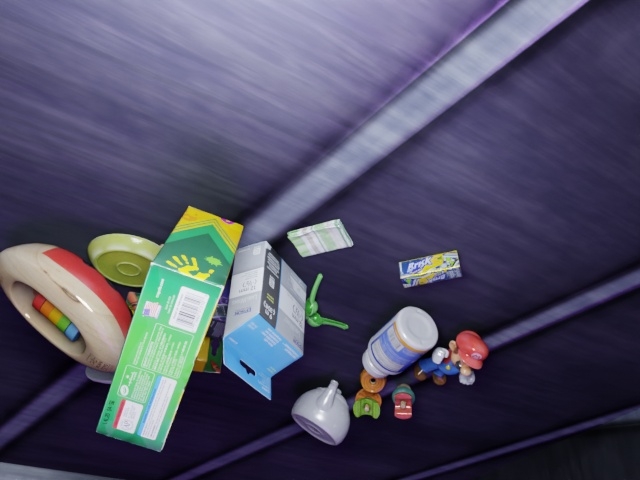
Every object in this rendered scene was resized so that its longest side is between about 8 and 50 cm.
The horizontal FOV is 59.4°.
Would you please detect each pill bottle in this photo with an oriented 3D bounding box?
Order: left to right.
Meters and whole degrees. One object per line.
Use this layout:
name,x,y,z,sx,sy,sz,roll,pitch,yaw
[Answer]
pill bottle,0.249,0.345,1.834,0.152,0.152,0.272,16,138,-19

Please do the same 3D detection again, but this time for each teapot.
teapot,0.023,0.670,2.214,0.252,0.187,0.256,49,149,-21

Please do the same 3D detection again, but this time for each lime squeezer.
lime squeezer,-0.002,0.219,1.757,0.109,0.059,0.310,-10,139,13

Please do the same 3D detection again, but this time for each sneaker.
sneaker,-0.698,0.509,2.064,0.292,0.108,0.169,-1,137,-1

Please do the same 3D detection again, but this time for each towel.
towel,0.000,0.000,1.517,0.151,0.023,0.113,-15,138,17

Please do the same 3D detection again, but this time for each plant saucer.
plant saucer,-0.534,0.068,1.573,0.240,0.037,0.241,2,144,1

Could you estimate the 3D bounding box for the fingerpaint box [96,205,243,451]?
fingerpaint box,-0.349,0.190,1.339,0.163,0.371,0.445,21,110,-9

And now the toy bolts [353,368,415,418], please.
toy bolts,0.252,0.574,2.167,0.228,0.158,0.219,5,101,9

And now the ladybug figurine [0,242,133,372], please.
ladybug figurine,-0.666,0.172,1.520,0.449,0.162,0.305,44,135,-4

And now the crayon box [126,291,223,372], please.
crayon box,-0.448,0.283,1.720,0.318,0.202,0.081,11,139,-15

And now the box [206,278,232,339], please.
box,-0.303,0.197,1.655,0.207,0.153,0.108,16,137,-20

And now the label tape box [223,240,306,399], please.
label tape box,-0.142,0.216,1.522,0.115,0.348,0.249,-17,138,19

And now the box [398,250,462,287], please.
box,0.310,0.082,1.589,0.168,0.059,0.054,-12,138,14

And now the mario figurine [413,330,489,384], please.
mario figurine,0.453,0.435,1.924,0.198,0.170,0.320,-19,161,-34

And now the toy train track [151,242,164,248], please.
toy train track,-0.463,0.019,1.546,0.083,0.014,0.048,-10,142,17
